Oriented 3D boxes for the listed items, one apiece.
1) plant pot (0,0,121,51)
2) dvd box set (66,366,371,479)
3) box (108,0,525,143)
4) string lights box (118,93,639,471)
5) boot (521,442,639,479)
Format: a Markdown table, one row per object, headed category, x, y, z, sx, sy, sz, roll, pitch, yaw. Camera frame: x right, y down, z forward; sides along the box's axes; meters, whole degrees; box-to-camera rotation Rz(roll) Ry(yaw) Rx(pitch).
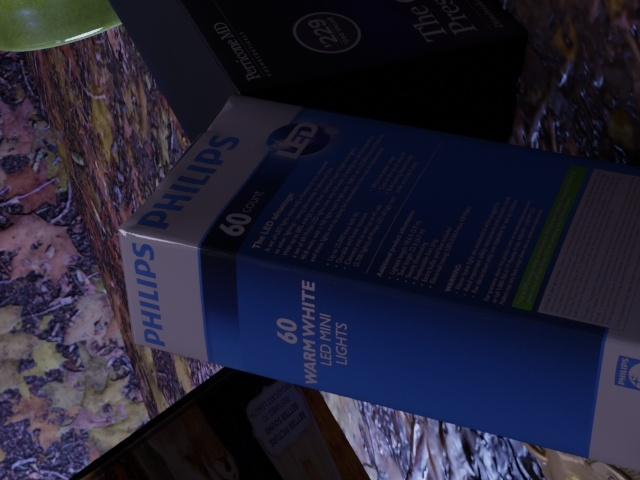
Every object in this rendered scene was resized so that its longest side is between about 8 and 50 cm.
| category | x | y | z | sx | sy | sz | roll | pitch | yaw |
| --- | --- | --- | --- | --- | --- | --- | --- | --- | --- |
| plant pot | -0.277 | -0.383 | 1.241 | 0.366 | 0.366 | 0.353 | 44 | 158 | 57 |
| dvd box set | 0.004 | 0.295 | 0.920 | 0.420 | 0.062 | 0.307 | 60 | -155 | 0 |
| box | -0.017 | -0.147 | 0.848 | 0.103 | 0.184 | 0.261 | 91 | 155 | -44 |
| string lights box | 0.050 | 0.011 | 0.635 | 0.259 | 0.133 | 0.077 | 12 | 129 | 18 |
| boot | 0.154 | 0.143 | 0.741 | 0.262 | 0.095 | 0.203 | 30 | 134 | 59 |
